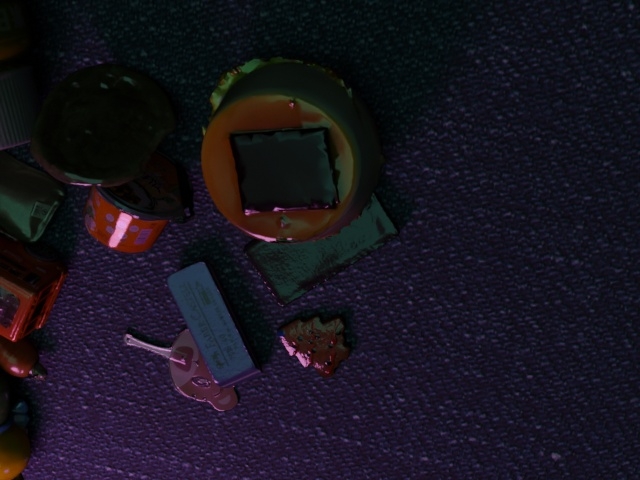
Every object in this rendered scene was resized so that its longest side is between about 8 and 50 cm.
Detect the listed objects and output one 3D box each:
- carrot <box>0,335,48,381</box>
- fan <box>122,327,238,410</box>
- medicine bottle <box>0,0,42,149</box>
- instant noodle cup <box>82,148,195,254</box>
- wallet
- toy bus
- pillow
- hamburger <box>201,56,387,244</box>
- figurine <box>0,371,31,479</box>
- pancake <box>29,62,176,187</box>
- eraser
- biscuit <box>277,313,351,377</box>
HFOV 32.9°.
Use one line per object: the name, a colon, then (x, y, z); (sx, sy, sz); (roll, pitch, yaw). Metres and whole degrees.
carrot: (-0.622, 0.148, 1.935); (0.336, 0.069, 0.069); (36, 111, 4)
fan: (-0.240, 0.206, 1.889); (0.226, 0.008, 0.153); (17, 110, 8)
medicine bottle: (-0.568, -0.331, 1.689); (0.224, 0.224, 0.385); (-8, 104, 16)
instant noodle cup: (-0.308, -0.059, 1.751); (0.208, 0.177, 0.125); (49, 129, 22)
wallet: (0.000, 0.000, 1.759); (0.244, 0.025, 0.124); (-33, 96, 20)
toy bus: (-0.611, 0.032, 1.849); (0.329, 0.153, 0.143); (31, 112, 3)
pillow: (-0.548, -0.094, 1.846); (0.217, 0.033, 0.130); (29, 88, 3)
hamburger: (-0.043, -0.135, 1.650); (0.276, 0.179, 0.294); (-5, 107, 19)
figurine: (-0.617, 0.344, 1.969); (0.185, 0.127, 0.234); (4, 121, 25)
pancake: (-0.341, -0.183, 1.694); (0.222, 0.236, 0.042); (44, 155, 16)
eraser: (-0.180, 0.145, 1.835); (0.082, 0.036, 0.225); (-23, 97, 13)
biscuit: (-0.013, 0.172, 1.818); (0.129, 0.019, 0.119); (14, 109, 9)
